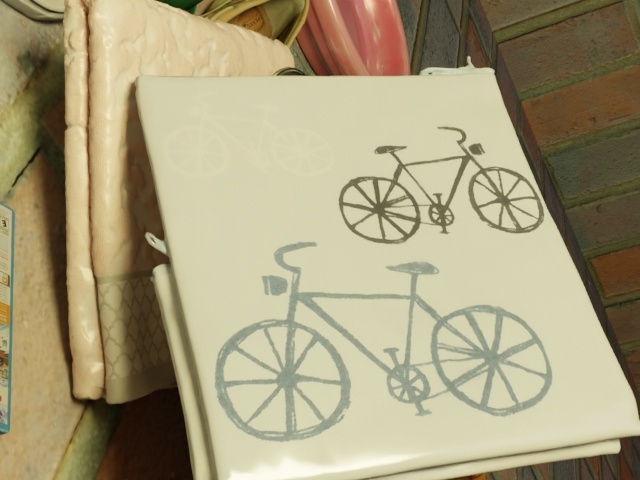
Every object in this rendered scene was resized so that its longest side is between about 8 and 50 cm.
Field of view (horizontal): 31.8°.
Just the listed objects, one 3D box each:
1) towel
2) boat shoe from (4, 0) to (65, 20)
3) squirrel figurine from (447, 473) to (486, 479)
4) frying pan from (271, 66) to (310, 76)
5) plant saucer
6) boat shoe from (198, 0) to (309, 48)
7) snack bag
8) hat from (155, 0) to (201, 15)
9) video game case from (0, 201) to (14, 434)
[{"bbox_3d":[-0.104,-0.036,0.961,0.332,0.053,0.317,-3,93,-68],"label":"towel"},{"bbox_3d":[-0.224,-0.227,0.885,0.226,0.076,0.083,-10,84,-69],"label":"boat shoe"},{"bbox_3d":[0.023,0.175,0.950,0.397,0.281,0.370,63,22,-74],"label":"squirrel figurine"},{"bbox_3d":[-0.011,-0.003,1.072,0.197,0.053,0.326,4,85,-68],"label":"frying pan"},{"bbox_3d":[0.029,-0.336,1.599,0.332,0.084,0.332,49,32,-47],"label":"plant saucer"},{"bbox_3d":[-0.087,-0.204,1.187,0.104,0.089,0.285,63,26,-28],"label":"boat shoe"},{"bbox_3d":[0.034,0.011,0.808,0.037,0.323,0.342,119,-39,-53],"label":"snack bag"},{"bbox_3d":[-0.101,-0.271,1.030,0.173,0.184,0.208,31,61,-51],"label":"hat"},{"bbox_3d":[-0.243,0.033,0.727,0.119,0.015,0.166,40,38,-56],"label":"video game case"}]
